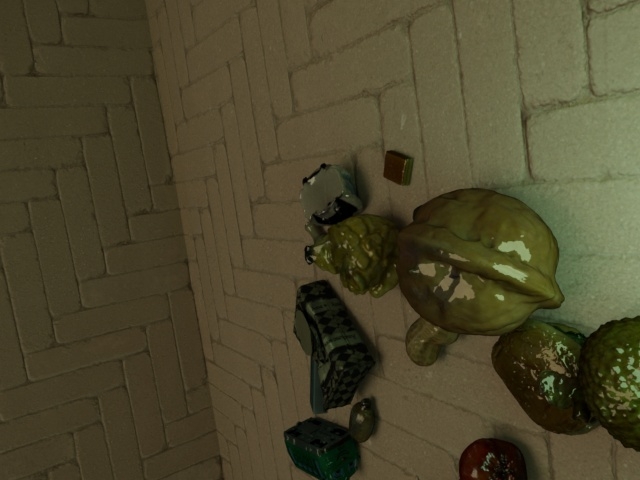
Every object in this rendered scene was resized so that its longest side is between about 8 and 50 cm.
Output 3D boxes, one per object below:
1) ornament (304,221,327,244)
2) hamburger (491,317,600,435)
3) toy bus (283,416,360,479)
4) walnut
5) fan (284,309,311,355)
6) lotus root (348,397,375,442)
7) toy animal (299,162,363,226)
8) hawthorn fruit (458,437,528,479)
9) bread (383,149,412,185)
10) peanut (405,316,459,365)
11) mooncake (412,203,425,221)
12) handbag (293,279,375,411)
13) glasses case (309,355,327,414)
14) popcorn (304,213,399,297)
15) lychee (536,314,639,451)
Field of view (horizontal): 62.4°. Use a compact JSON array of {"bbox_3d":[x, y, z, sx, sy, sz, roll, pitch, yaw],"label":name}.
[{"bbox_3d":[0.000,0.000,2.029,0.156,0.081,0.074,61,177,28],"label":"ornament"},{"bbox_3d":[0.545,0.329,1.266,0.284,0.134,0.265,59,140,30],"label":"hamburger"},{"bbox_3d":[0.006,0.879,2.201,0.344,0.184,0.199,-9,96,57],"label":"toy bus"},{"bbox_3d":[0.371,0.047,1.269,0.384,0.384,0.383,24,119,51],"label":"walnut"},{"bbox_3d":[-0.091,0.340,2.092,0.310,0.010,0.182,-150,52,-64],"label":"fan"},{"bbox_3d":[0.157,0.675,1.999,0.113,0.088,0.191,45,135,49],"label":"lotus root"},{"bbox_3d":[0.044,-0.159,1.837,0.208,0.156,0.204,-35,67,37],"label":"toy animal"},{"bbox_3d":[0.465,0.641,1.455,0.185,0.185,0.202,63,159,21],"label":"hawthorn fruit"},{"bbox_3d":[0.238,-0.224,1.632,0.094,0.035,0.090,35,127,46],"label":"bread"},{"bbox_3d":[0.337,0.271,1.572,0.136,0.120,0.298,59,145,35],"label":"peanut"},{"bbox_3d":[0.315,-0.018,1.528,0.168,0.104,0.175,-11,88,62],"label":"mooncake"},{"bbox_3d":[0.023,0.407,2.043,0.416,0.180,0.316,59,146,37],"label":"handbag"},{"bbox_3d":[-0.018,0.613,2.266,0.105,0.056,0.265,25,121,49],"label":"glasses case"},{"bbox_3d":[0.140,0.054,1.687,0.293,0.237,0.292,14,108,51],"label":"popcorn"},{"bbox_3d":[0.617,0.270,1.005,0.320,0.270,0.270,-51,54,18],"label":"lychee"}]
